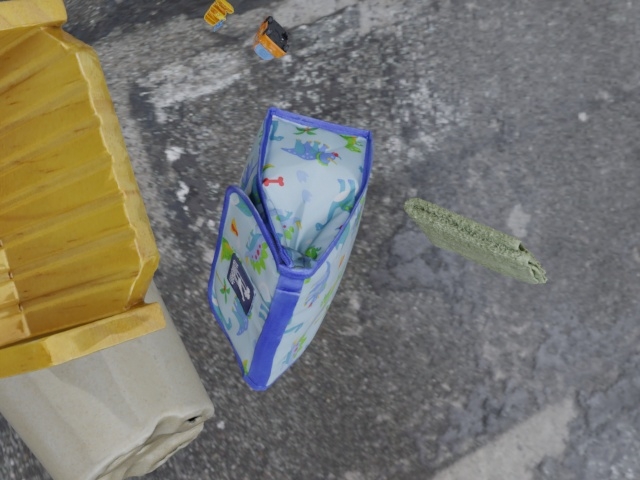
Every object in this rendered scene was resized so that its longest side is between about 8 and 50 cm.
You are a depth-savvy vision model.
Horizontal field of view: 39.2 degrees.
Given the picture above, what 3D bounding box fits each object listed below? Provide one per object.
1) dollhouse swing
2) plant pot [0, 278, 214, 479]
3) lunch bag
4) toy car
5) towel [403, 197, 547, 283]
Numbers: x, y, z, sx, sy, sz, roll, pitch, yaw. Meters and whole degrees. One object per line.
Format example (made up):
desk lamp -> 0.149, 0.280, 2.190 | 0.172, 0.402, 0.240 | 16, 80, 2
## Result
dollhouse swing -> -0.392, -0.021, 0.852 | 0.305, 0.315, 0.346 | -17, 91, -51
plant pot -> -0.314, 0.171, 1.235 | 0.334, 0.334, 0.305 | -32, 74, -16
lunch bag -> -0.023, 0.007, 0.612 | 0.096, 0.151, 0.129 | 11, 136, -6
toy car -> -0.085, -0.239, 1.001 | 0.040, 0.060, 0.122 | -38, 136, 26
towel -> 0.161, 0.003, 0.932 | 0.027, 0.148, 0.110 | -60, 149, -5
